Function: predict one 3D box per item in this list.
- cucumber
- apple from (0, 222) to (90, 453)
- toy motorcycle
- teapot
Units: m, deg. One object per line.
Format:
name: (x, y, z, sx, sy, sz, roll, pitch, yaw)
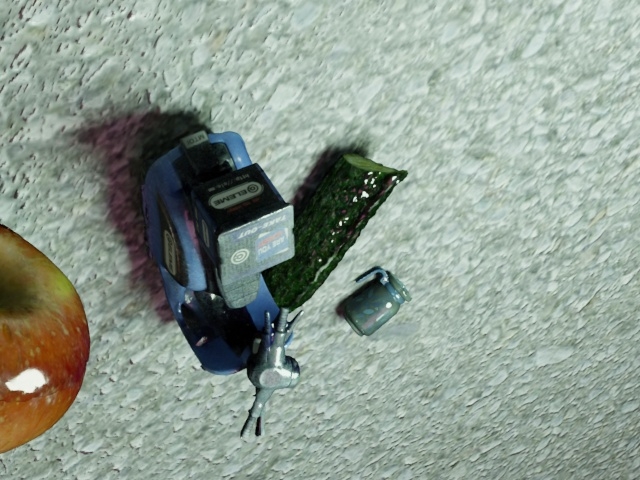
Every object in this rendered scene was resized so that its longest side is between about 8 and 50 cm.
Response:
cucumber: (-0.001, 0.000, 1.850, 0.077, 0.077, 0.265, 7, 128, -42)
apple: (-0.356, 0.092, 1.539, 0.206, 0.251, 0.272, -45, 165, 32)
toy motorcycle: (-0.098, 0.041, 1.704, 0.125, 0.212, 0.358, -23, 143, -16)
teapot: (0.065, 0.074, 2.022, 0.083, 0.063, 0.049, -40, 176, 5)
